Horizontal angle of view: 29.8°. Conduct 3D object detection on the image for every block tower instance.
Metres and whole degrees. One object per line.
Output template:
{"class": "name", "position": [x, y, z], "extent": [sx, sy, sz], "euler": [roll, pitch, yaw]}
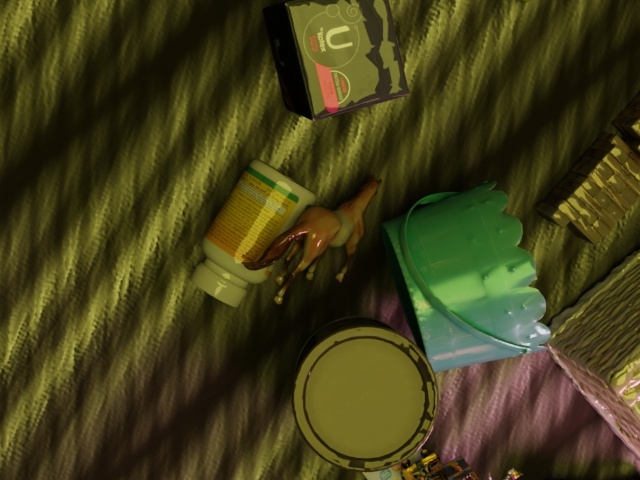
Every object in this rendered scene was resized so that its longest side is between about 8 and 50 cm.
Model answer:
{"class": "block tower", "position": [0.491, -0.139, 1.897], "extent": [0.097, 0.091, 0.335], "euler": [43, 91, -12]}

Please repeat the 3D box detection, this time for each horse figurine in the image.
{"class": "horse figurine", "position": [0.000, 0.000, 1.791], "extent": [0.066, 0.263, 0.174], "euler": [38, 117, 24]}

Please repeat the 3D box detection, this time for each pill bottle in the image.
{"class": "pill bottle", "position": [-0.106, -0.009, 1.811], "extent": [0.118, 0.117, 0.208], "euler": [31, 93, -12]}

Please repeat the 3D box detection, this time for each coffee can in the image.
{"class": "coffee can", "position": [0.060, 0.217, 1.774], "extent": [0.202, 0.275, 0.201], "euler": [0, 89, 0]}

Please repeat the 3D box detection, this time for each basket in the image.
{"class": "basket", "position": [0.590, 0.191, 1.878], "extent": [0.331, 0.266, 0.328], "euler": [-41, 103, 1]}

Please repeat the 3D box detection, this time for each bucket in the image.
{"class": "bucket", "position": [0.211, 0.059, 1.801], "extent": [0.183, 0.281, 0.281], "euler": [-18, 101, -1]}

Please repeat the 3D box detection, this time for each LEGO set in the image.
{"class": "LEGO set", "position": [0.219, 0.511, 1.885], "extent": [0.255, 0.192, 0.331], "euler": [-20, 110, -8]}

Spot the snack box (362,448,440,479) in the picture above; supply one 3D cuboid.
{"class": "snack box", "position": [0.114, 0.353, 1.943], "extent": [0.100, 0.037, 0.141], "euler": [-38, 102, -2]}

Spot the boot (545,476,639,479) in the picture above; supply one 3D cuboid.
{"class": "boot", "position": [0.455, 0.511, 1.991], "extent": [0.207, 0.094, 0.246], "euler": [0, 92, -12]}

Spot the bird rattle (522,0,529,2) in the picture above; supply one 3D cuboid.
{"class": "bird rattle", "position": [0.306, -0.490, 1.782], "extent": [0.207, 0.143, 0.253], "euler": [34, 106, 19]}

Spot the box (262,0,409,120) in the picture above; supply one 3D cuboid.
{"class": "box", "position": [0.015, -0.271, 1.710], "extent": [0.143, 0.270, 0.165], "euler": [-15, 100, -7]}
